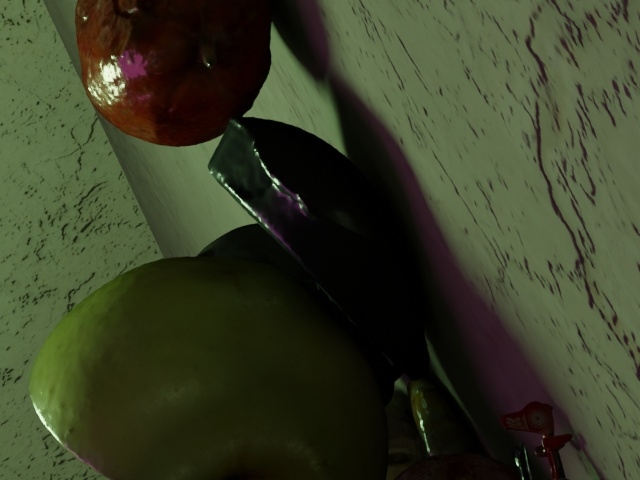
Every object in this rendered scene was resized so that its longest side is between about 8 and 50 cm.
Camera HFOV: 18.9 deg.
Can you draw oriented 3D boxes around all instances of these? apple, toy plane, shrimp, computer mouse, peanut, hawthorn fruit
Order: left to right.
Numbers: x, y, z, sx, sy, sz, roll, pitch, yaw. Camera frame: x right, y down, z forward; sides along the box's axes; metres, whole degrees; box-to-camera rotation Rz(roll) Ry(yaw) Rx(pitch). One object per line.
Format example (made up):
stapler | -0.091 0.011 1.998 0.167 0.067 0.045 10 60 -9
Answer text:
hawthorn fruit | -0.106 -0.159 1.502 0.179 0.173 0.173 -32 85 53
apple | -0.073 0.138 1.549 0.295 0.233 0.258 56 180 -28
computer mouse | 0.015 -0.003 1.518 0.168 0.087 0.295 45 177 35
peanut | 0.022 0.214 1.964 0.149 0.149 0.313 63 176 -4
shrimp | 0.128 0.219 1.673 0.150 0.051 0.217 74 173 -67
toy plane | 0.162 0.176 1.282 0.037 0.060 0.145 93 163 -74

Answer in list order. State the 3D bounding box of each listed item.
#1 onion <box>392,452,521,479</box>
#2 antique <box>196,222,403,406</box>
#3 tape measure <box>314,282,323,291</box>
onion | 0.101 0.233 1.497 0.159 0.159 0.195 66 175 -22
antique | -0.067 0.117 1.815 0.185 0.255 0.322 38 -157 -37
tape measure | 0.001 0.001 1.703 0.091 0.054 0.094 64 178 -24
